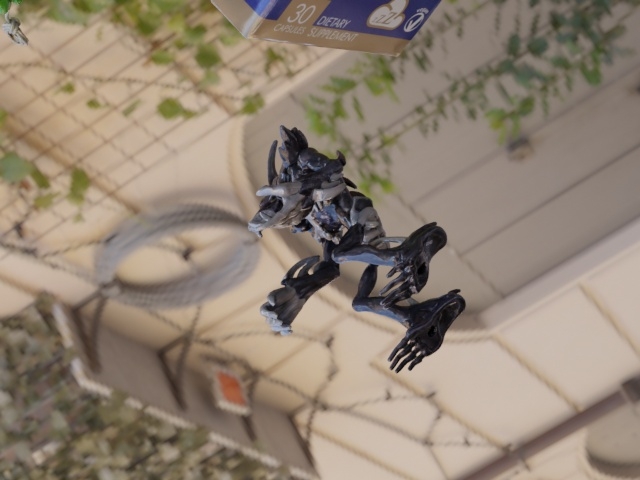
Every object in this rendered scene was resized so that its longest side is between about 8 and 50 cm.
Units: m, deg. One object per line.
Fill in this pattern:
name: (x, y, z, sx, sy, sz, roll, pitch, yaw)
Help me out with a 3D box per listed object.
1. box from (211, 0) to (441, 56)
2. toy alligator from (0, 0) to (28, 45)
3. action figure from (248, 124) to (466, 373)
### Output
box: (0.056, -0.186, 0.593, 0.036, 0.225, 0.136, 48, -152, 23)
toy alligator: (-0.253, -0.219, 0.997, 0.056, 0.051, 0.190, 27, 165, 12)
action figure: (0.000, 0.000, 1.137, 0.275, 0.141, 0.164, 36, 150, 47)
